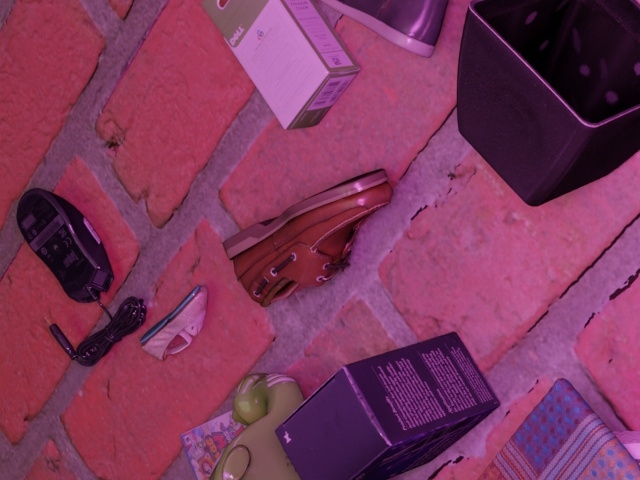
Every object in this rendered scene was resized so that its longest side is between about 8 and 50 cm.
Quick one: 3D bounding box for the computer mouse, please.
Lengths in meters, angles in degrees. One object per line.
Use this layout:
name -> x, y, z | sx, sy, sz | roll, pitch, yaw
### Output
computer mouse -> -0.362, 0.054, 2.445 | 0.262, 0.060, 0.184 | 50, 127, 9

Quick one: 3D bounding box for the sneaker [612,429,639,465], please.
sneaker -> 0.358, 0.260, 1.737 | 0.321, 0.126, 0.127 | -7, 89, 44

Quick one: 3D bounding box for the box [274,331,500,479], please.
box -> 0.078, 0.205, 1.940 | 0.153, 0.207, 0.108 | -46, 68, 41

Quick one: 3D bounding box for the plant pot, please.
plant pot -> 0.247, -0.148, 1.717 | 0.187, 0.188, 0.167 | 49, 143, 24

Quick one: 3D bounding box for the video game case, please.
video game case -> -0.121, 0.298, 2.298 | 0.166, 0.015, 0.119 | -29, 79, 44

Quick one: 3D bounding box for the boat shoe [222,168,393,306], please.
boat shoe -> 0.000, 0.000, 2.048 | 0.307, 0.111, 0.104 | -28, 84, 55

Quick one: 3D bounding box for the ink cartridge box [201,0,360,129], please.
ink cartridge box -> -0.050, -0.251, 2.053 | 0.209, 0.062, 0.109 | 56, 132, 19

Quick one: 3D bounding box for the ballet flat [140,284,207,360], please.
ballet flat -> -0.189, 0.115, 2.302 | 0.052, 0.057, 0.168 | 43, 137, -7

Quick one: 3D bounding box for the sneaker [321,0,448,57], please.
sneaker -> 0.077, -0.301, 1.920 | 0.222, 0.083, 0.118 | 36, 105, 41

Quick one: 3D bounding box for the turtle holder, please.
turtle holder -> -0.057, 0.332, 2.088 | 0.320, 0.243, 0.227 | 52, 149, 10

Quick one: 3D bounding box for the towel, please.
towel -> 0.289, 0.361, 1.702 | 0.370, 0.040, 0.271 | 54, 127, 28
